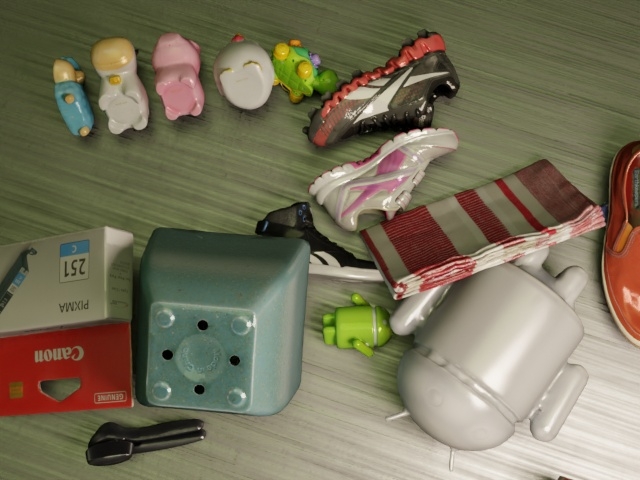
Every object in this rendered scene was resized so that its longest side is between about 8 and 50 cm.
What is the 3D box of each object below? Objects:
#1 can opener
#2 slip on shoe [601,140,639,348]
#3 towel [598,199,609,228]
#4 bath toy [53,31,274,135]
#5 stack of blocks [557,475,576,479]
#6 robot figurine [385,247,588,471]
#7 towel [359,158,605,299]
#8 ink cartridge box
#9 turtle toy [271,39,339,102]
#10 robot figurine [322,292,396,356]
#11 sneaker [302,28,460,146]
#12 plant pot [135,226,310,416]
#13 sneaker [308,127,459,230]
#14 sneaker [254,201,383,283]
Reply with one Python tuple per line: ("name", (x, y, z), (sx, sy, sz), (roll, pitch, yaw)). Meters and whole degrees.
("can opener", (-0.269, 0.310, 1.625), (0.186, 0.059, 0.073), (-8, 52, -10))
("slip on shoe", (0.500, 0.004, 1.612), (0.123, 0.101, 0.332), (1, 84, 0))
("towel", (0.640, -0.039, 1.683), (0.336, 0.040, 0.243), (-32, 82, -3))
("bath toy", (-0.248, -0.270, 1.701), (0.348, 0.129, 0.151), (-7, 123, 2))
("stack of blocks", (0.462, 0.458, 1.520), (0.297, 0.171, 0.087), (31, 82, 7))
("robot figurine", (0.252, 0.165, 1.564), (0.300, 0.200, 0.353), (37, 82, 12))
("towel", (0.235, -0.026, 1.599), (0.328, 0.237, 0.037), (-20, 115, -2))
("ink cartridge box", (-0.412, 0.128, 1.586), (0.296, 0.066, 0.261), (-9, 77, 30))
("turtle toy", (-0.027, -0.276, 1.715), (0.130, 0.095, 0.066), (38, 61, 7))
("robot figurine", (0.061, 0.136, 1.641), (0.115, 0.067, 0.101), (-2, 50, 2))
("sneaker", (0.107, -0.219, 1.690), (0.276, 0.097, 0.135), (-33, 78, -6))
("plant pot", (-0.151, 0.134, 1.516), (0.247, 0.252, 0.248), (5, 102, 2))
("sneaker", (0.113, -0.094, 1.674), (0.252, 0.103, 0.111), (-27, 84, 3))
("sneaker", (0.000, 0.000, 1.661), (0.216, 0.079, 0.121), (6, 80, 3))
